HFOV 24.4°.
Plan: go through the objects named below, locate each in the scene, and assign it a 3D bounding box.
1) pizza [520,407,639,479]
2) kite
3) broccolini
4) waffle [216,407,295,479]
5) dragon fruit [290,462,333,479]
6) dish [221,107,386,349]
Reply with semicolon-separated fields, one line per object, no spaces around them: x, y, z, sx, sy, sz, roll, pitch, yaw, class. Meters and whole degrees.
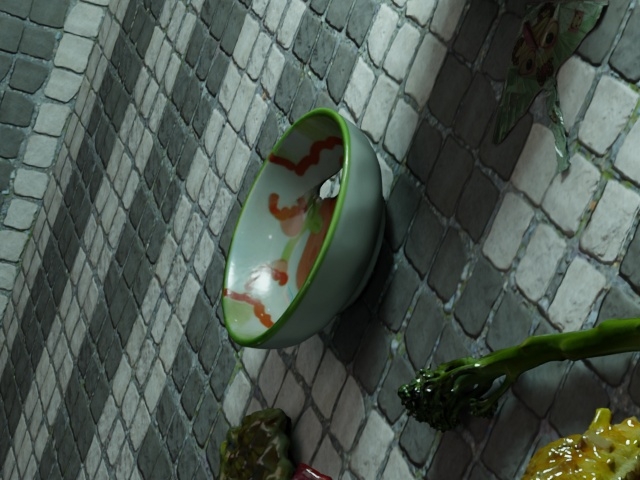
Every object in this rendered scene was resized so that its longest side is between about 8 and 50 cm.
0.172;0.276;1.243;0.257;0.087;0.268;-64;-18;19;pizza
0.246;-0.175;1.604;0.229;0.012;0.250;-53;34;43;kite
0.206;0.139;1.472;0.079;0.074;0.392;-41;10;-28;broccolini
-0.095;0.330;2.013;0.223;0.054;0.204;-36;45;56;waffle
-0.006;0.399;1.569;0.302;0.240;0.330;-15;70;42;dragon fruit
0.000;0.000;1.914;0.324;0.124;0.324;-47;31;40;dish
